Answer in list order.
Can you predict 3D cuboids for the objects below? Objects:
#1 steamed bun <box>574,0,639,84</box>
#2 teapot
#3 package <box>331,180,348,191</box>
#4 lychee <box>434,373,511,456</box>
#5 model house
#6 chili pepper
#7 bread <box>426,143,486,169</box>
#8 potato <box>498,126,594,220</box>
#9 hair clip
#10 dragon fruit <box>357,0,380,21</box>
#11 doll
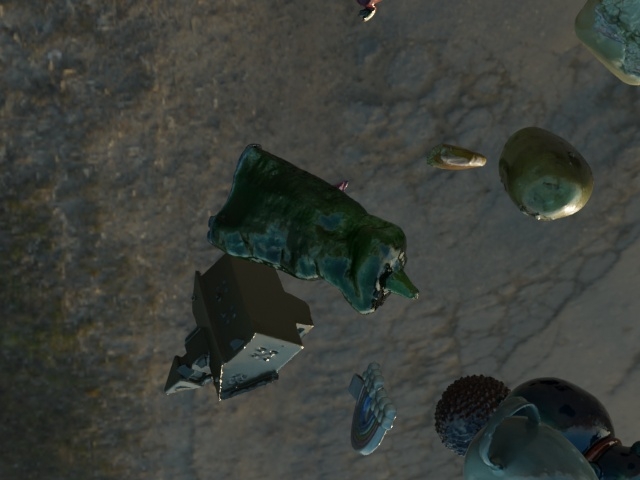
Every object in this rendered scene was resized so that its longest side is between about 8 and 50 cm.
[{"bbox_3d":[0.667,-0.440,1.798,0.225,0.170,0.200,39,136,-14],"label":"steamed bun"},{"bbox_3d":[0.265,0.323,1.088,0.129,0.193,0.294,-34,121,-23],"label":"teapot"},{"bbox_3d":[0.024,-0.102,1.918,0.083,0.029,0.059,-25,147,-36],"label":"package"},{"bbox_3d":[0.337,0.376,1.834,0.188,0.188,0.188,-10,146,-7],"label":"lychee"},{"bbox_3d":[-0.147,0.168,1.310,0.248,0.180,0.176,-42,138,23],"label":"model house"},{"bbox_3d":[0.000,0.000,0.991,0.136,0.270,0.099,-60,151,-5],"label":"chili pepper"},{"bbox_3d":[0.333,-0.196,2.038,0.136,0.054,0.154,5,-179,-9],"label":"bread"},{"bbox_3d":[0.499,-0.142,1.887,0.210,0.307,0.173,38,113,-6],"label":"potato"},{"bbox_3d":[0.093,0.307,1.526,0.054,0.220,0.140,19,106,-12],"label":"hair clip"},{"bbox_3d":[0.081,-0.370,1.128,0.068,0.126,0.112,-11,173,-17],"label":"dragon fruit"},{"bbox_3d":[0.422,0.346,1.409,0.198,0.322,0.186,10,106,-54],"label":"doll"}]
